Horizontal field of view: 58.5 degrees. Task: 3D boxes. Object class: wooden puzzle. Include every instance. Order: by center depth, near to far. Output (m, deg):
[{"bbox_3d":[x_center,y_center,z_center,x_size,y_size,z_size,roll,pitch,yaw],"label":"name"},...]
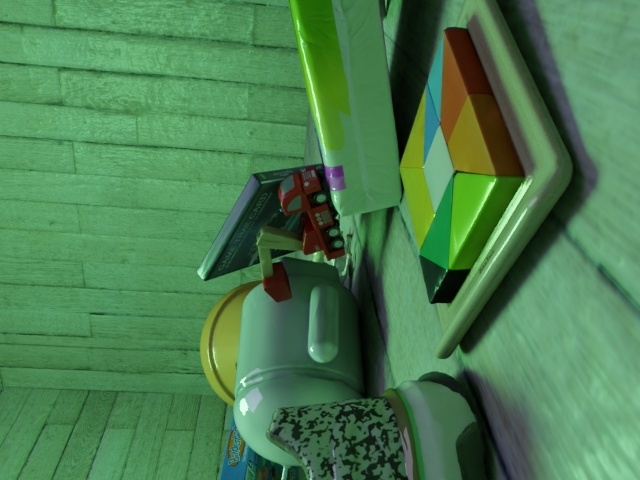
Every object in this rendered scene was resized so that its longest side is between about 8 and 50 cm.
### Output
[{"bbox_3d":[0.107,-0.056,0.457,0.221,0.044,0.239,101,171,-53],"label":"wooden puzzle"}]

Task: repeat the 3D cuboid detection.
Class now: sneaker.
[{"bbox_3d":[0.018,0.303,0.413,0.158,0.182,0.410,109,163,-69],"label":"sneaker"}]

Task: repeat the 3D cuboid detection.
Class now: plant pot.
[{"bbox_3d":[-0.082,0.210,1.164,0.203,0.290,0.291,149,126,-64],"label":"plant pot"}]

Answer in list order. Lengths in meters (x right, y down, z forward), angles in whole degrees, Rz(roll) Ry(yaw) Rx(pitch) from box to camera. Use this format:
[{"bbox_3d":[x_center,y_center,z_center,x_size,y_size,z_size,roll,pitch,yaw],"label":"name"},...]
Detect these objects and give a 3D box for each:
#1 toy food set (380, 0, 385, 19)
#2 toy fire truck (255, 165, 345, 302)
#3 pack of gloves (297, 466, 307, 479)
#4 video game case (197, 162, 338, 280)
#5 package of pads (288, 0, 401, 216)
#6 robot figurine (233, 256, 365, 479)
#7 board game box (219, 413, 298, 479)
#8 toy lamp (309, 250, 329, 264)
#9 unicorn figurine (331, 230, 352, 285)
[{"bbox_3d":[0.091,-0.434,0.749,0.306,0.092,0.220,-115,18,-81],"label":"toy food set"},{"bbox_3d":[-0.038,-0.004,0.795,0.047,0.135,0.192,-104,-6,-47],"label":"toy fire truck"},{"bbox_3d":[-0.018,0.457,0.888,0.195,0.046,0.232,146,128,-62],"label":"pack of gloves"},{"bbox_3d":[-0.047,-0.039,0.887,0.026,0.274,0.196,48,125,19],"label":"video game case"},{"bbox_3d":[0.028,-0.216,0.738,0.229,0.101,0.297,-98,-3,-55],"label":"package of pads"},{"bbox_3d":[-0.032,0.196,0.908,0.300,0.199,0.353,111,163,-47],"label":"robot figurine"},{"bbox_3d":[-0.097,0.402,0.965,0.160,0.047,0.210,-85,-24,-55],"label":"board game box"},{"bbox_3d":[0.000,0.000,1.343,0.080,0.080,0.275,-98,12,-65],"label":"toy lamp"},{"bbox_3d":[0.030,0.056,1.101,0.162,0.060,0.111,-50,-25,-56],"label":"unicorn figurine"}]
